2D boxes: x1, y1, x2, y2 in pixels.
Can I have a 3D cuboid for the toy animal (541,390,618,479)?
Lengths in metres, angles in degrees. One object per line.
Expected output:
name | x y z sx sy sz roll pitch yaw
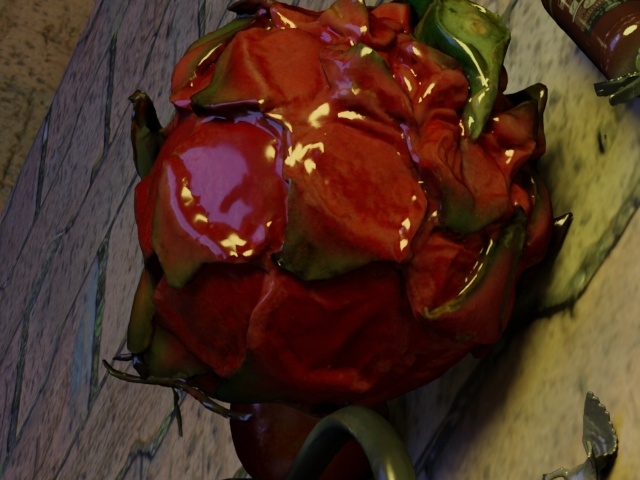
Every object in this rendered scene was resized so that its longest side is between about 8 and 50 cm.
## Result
toy animal | 0.114 0.111 0.864 0.050 0.028 0.084 -44 29 40

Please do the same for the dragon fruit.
dragon fruit | 0.000 0.000 1.027 0.293 0.234 0.233 -52 24 34

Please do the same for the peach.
peach | -0.010 0.106 1.142 0.101 0.101 0.100 -160 90 -74

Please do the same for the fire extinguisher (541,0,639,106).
fire extinguisher | 0.151 -0.107 0.975 0.064 0.043 0.158 -25 25 2

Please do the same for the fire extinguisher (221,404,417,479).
fire extinguisher | -0.014 0.187 0.965 0.200 0.113 0.376 70 163 -7
